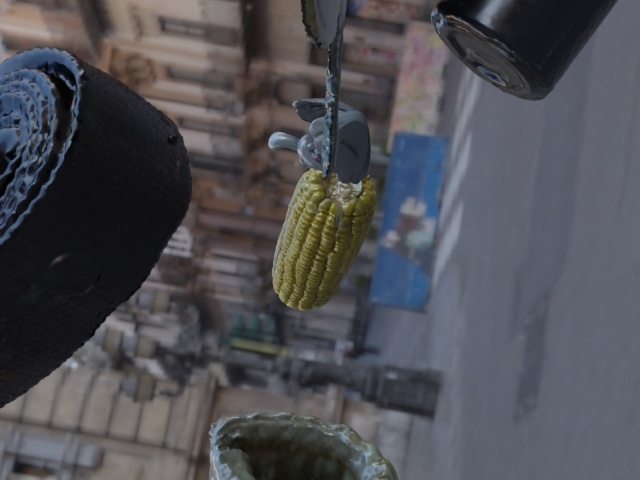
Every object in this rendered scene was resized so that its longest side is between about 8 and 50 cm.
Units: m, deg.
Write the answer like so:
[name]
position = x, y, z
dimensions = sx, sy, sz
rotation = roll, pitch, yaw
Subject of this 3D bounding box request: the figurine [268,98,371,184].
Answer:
[figurine]
position = 0.007, -0.090, 1.231
dimensions = 0.086, 0.094, 0.082
rotation = 0, 57, 49

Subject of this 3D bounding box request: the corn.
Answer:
[corn]
position = 0.000, 0.000, 1.465
dimensions = 0.244, 0.093, 0.093
rotation = 110, 172, -58

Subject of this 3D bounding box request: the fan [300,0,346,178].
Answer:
[fan]
position = 0.013, -0.170, 0.664
dimensions = 0.229, 0.011, 0.335
rotation = -74, -10, -52

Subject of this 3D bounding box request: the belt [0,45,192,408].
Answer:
[belt]
position = -0.238, -0.007, 0.936
dimensions = 0.289, 0.164, 0.184
rotation = -45, 46, 12

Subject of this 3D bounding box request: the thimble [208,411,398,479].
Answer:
[thimble]
position = -0.021, 0.240, 1.124
dimensions = 0.137, 0.190, 0.143
rotation = -39, -41, -42

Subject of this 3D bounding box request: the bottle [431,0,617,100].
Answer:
[bottle]
position = 0.153, -0.186, 0.652
dimensions = 0.244, 0.072, 0.082
rotation = -53, -5, -6
